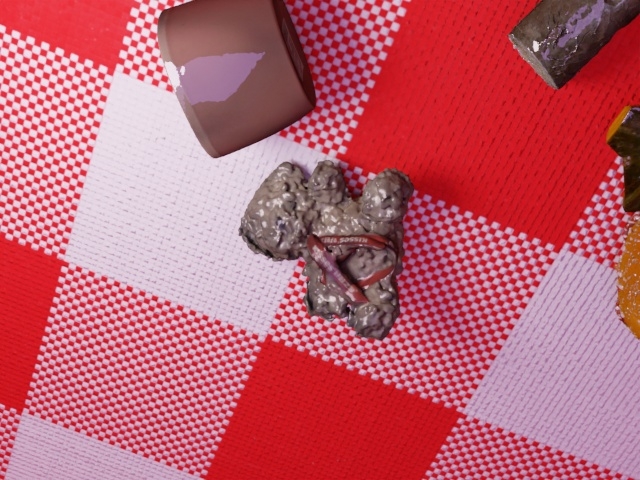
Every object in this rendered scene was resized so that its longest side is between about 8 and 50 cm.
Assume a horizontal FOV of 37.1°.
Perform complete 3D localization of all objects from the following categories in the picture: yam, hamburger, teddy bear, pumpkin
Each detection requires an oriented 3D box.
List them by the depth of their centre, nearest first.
[{"bbox_3d":[0.458,-0.391,1.707,0.154,0.154,0.254,40,120,-14],"label":"yam"},{"bbox_3d":[0.677,-0.199,1.809,0.258,0.095,0.290,-17,119,13],"label":"pumpkin"},{"bbox_3d":[0.688,0.086,1.902,0.152,0.227,0.295,-7,118,-14],"label":"hamburger"},{"bbox_3d":[0.000,0.000,1.968,0.368,0.224,0.357,8,106,7],"label":"teddy bear"}]

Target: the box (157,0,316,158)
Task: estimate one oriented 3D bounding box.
[{"bbox_3d":[-0.146,-0.327,1.767,0.216,0.301,0.301,-20,115,11],"label":"box"}]
